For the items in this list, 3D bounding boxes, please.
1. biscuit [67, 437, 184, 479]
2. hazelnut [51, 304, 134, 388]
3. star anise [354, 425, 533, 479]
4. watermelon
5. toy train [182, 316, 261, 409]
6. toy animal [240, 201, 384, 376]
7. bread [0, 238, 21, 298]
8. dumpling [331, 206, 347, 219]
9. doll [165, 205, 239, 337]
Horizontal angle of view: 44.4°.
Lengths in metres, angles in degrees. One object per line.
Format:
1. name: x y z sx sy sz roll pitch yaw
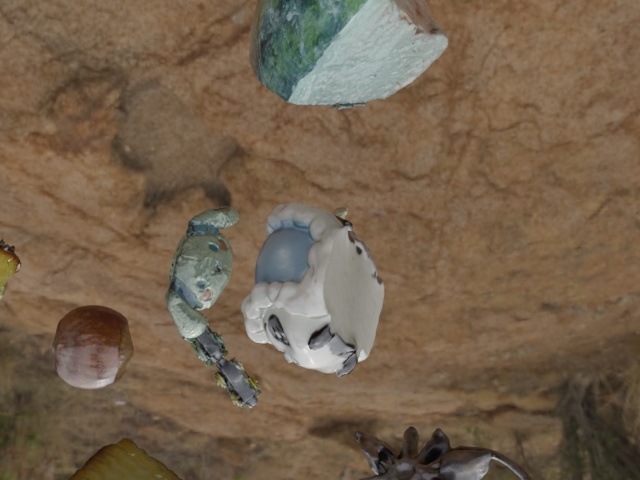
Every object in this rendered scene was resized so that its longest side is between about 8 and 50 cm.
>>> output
1. biscuit: -0.183 0.341 0.838 0.254 0.172 0.029 33 142 16
2. hazelnut: -0.414 0.194 1.420 0.143 0.154 0.143 11 -168 -2
3. star anise: 0.185 0.461 1.414 0.316 0.359 0.139 -43 132 -7
4. watermelon: 0.046 -0.292 1.046 0.258 0.387 0.229 15 108 -18
5. toy train: -0.179 0.217 1.405 0.060 0.202 0.081 -38 168 -12
6. toy animal: -0.016 0.065 1.023 0.155 0.204 0.208 4 155 27
7. bread: -0.522 0.054 1.180 0.160 0.140 0.169 18 163 49
8. dumpling: 0.000 0.000 1.517 0.151 0.124 0.229 -52 170 15
9. doll: -0.183 0.041 1.200 0.071 0.214 0.103 1 158 48
